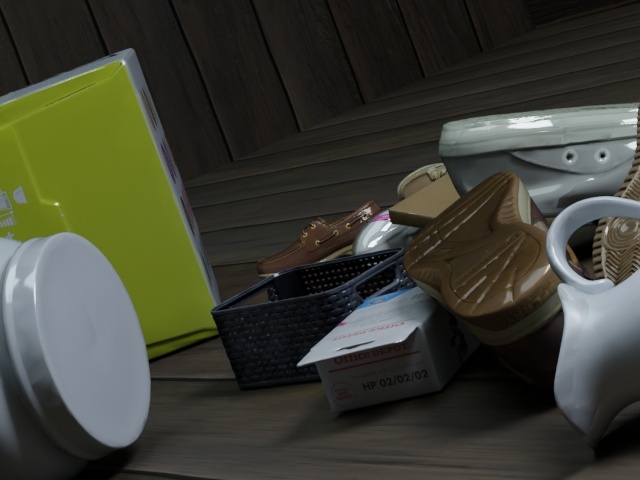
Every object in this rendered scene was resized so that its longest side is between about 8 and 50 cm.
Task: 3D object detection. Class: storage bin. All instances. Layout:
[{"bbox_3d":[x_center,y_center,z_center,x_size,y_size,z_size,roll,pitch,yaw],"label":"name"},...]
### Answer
[{"bbox_3d":[0.000,0.075,1.648,0.180,0.084,0.122,-10,13,44],"label":"storage bin"}]

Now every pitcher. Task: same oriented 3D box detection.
[{"bbox_3d":[0.250,0.026,1.124,0.207,0.178,0.125,-20,-33,20],"label":"pitcher"}]

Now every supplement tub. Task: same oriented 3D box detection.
[{"bbox_3d":[-0.343,0.132,1.568,0.325,0.235,0.235,-18,9,18],"label":"supplement tub"}]

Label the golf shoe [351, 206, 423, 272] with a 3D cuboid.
[{"bbox_3d":[0.121,-0.014,1.971,0.186,0.067,0.086,-24,11,-27],"label":"golf shoe"}]

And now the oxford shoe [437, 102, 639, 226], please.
[{"bbox_3d":[0.341,-0.074,1.701,0.449,0.130,0.169,-6,5,-2],"label":"oxford shoe"}]

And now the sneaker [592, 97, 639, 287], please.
[{"bbox_3d":[0.325,-0.015,1.490,0.099,0.153,0.282,-11,43,37],"label":"sneaker"}]

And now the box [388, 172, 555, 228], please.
[{"bbox_3d":[0.201,-0.041,1.909,0.201,0.021,0.164,11,28,37],"label":"box"}]

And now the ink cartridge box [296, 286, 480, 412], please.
[{"bbox_3d":[0.063,0.092,1.466,0.104,0.061,0.181,-15,9,26],"label":"ink cartridge box"}]

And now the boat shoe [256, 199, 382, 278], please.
[{"bbox_3d":[0.000,0.000,2.175,0.178,0.060,0.064,-20,9,2],"label":"boat shoe"}]

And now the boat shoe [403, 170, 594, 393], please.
[{"bbox_3d":[0.158,0.039,1.404,0.123,0.123,0.342,-39,14,3],"label":"boat shoe"}]

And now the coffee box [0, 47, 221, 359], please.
[{"bbox_3d":[-0.328,-0.013,2.086,0.338,0.338,0.334,-20,9,-2],"label":"coffee box"}]

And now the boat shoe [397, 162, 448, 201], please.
[{"bbox_3d":[0.170,-0.084,2.341,0.135,0.050,0.045,-21,3,-7],"label":"boat shoe"}]
